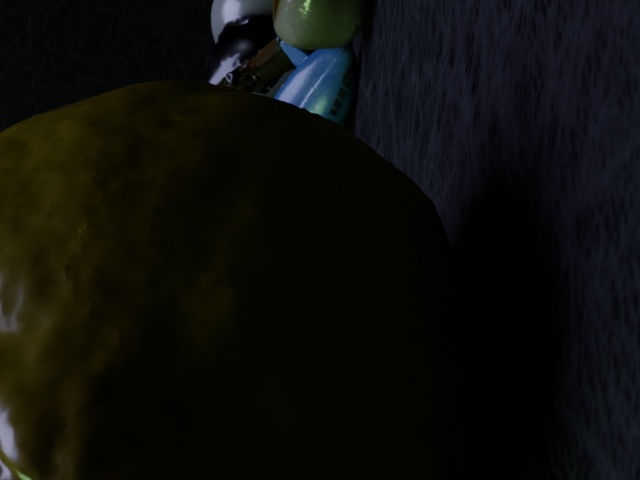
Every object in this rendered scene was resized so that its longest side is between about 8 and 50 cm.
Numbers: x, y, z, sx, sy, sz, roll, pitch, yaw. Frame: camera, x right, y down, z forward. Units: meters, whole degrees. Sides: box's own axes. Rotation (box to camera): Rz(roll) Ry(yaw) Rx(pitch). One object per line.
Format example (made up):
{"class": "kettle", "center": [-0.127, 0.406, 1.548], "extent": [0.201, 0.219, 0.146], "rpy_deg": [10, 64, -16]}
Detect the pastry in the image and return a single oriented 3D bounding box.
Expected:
{"class": "pastry", "center": [0.003, -0.251, 1.167], "extent": [0.156, 0.092, 0.156], "rpy_deg": [-179, 90, -86]}

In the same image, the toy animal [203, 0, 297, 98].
{"class": "toy animal", "center": [-0.075, -0.278, 1.780], "extent": [0.187, 0.165, 0.235], "rpy_deg": [103, 172, -56]}

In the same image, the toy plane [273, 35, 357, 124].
{"class": "toy plane", "center": [-0.040, -0.100, 1.297], "extent": [0.254, 0.105, 0.271], "rpy_deg": [-30, -27, -51]}

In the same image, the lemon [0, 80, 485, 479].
{"class": "lemon", "center": [-0.057, 0.065, 0.543], "extent": [0.316, 0.285, 0.285], "rpy_deg": [-43, -35, -54]}

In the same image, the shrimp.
{"class": "shrimp", "center": [-0.037, -0.194, 1.348], "extent": [0.043, 0.184, 0.091], "rpy_deg": [52, 156, 3]}
